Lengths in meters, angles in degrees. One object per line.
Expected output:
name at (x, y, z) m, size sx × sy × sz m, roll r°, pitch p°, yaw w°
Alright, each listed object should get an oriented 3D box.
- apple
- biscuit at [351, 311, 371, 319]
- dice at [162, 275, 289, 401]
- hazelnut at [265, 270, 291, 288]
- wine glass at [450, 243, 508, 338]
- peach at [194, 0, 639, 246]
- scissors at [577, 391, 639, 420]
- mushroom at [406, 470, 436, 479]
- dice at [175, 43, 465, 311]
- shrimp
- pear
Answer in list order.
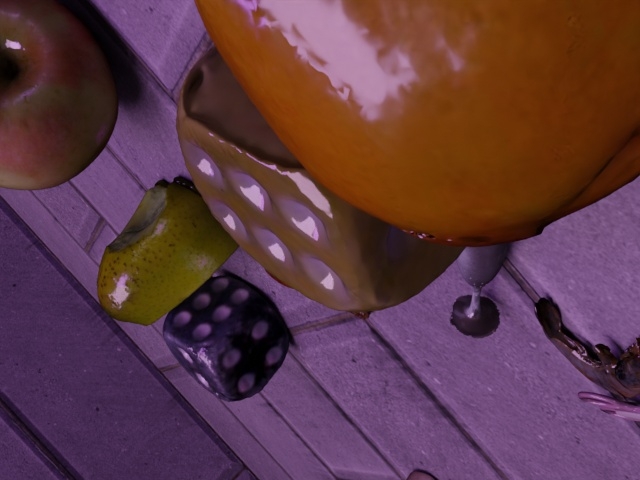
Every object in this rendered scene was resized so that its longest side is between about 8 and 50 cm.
apple at (-0.482, -0.233, 1.418) m, size 0.319 × 0.319 × 0.277 m, roll 48°, pitch 166°, yaw -3°
biscuit at (0.007, 0.025, 1.344) m, size 0.131 × 0.025 × 0.231 m, roll 28°, pitch 151°, yaw 37°
dice at (-0.185, 0.192, 1.755) m, size 0.181 × 0.182 × 0.183 m, roll 23°, pitch 149°, yaw 42°
hazelnut at (0.000, 0.000, 1.183) m, size 0.150 × 0.150 × 0.150 m, roll 38°, pitch 156°, yaw 20°
wine glass at (0.179, 0.034, 1.007) m, size 0.066 × 0.066 × 0.198 m, roll 35°, pitch 154°, yaw 27°
peach at (0.075, -0.167, 0.545) m, size 0.373 × 0.290 × 0.372 m, roll 8°, pitch 118°, yaw 16°
scissors at (0.369, 0.191, 0.973) m, size 0.085 × 0.022 × 0.176 m, roll 31°, pitch 163°, yaw -33°
mushroom at (0.196, 0.559, 1.719) m, size 0.173 × 0.162 × 0.236 m, roll 34°, pitch 153°, yaw 24°
dice at (0.024, -0.089, 0.854) m, size 0.238 × 0.233 × 0.227 m, roll 31°, pitch 154°, yaw 34°
shrimp at (0.297, 0.102, 0.955) m, size 0.148 × 0.035 × 0.195 m, roll 42°, pitch 160°, yaw 17°
pear at (-0.304, 0.029, 1.622) m, size 0.159 × 0.292 × 0.292 m, roll 44°, pitch 159°, yaw -19°
